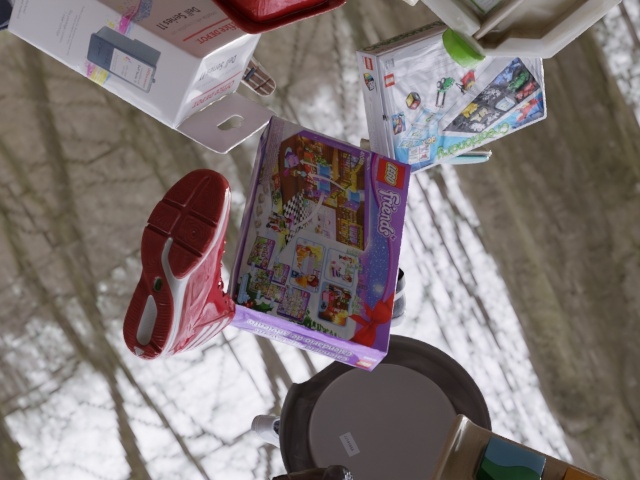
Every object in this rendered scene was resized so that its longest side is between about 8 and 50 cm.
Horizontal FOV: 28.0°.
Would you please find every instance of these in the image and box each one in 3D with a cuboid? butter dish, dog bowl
[{"bbox_3d":[-0.062,-0.346,1.563,0.160,0.118,0.160,-24,-124,-31],"label":"butter dish"},{"bbox_3d":[0.103,0.331,2.118,0.349,0.349,0.102,-32,157,-18],"label":"dog bowl"}]

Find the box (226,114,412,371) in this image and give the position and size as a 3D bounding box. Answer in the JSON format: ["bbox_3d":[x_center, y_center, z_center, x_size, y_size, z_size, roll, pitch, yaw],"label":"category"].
[{"bbox_3d":[0.000,0.000,1.612,0.057,0.201,0.293,126,-21,-53],"label":"box"}]

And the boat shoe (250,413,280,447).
[{"bbox_3d":[-0.054,0.370,2.482,0.063,0.184,0.066,-4,-115,40],"label":"boat shoe"}]

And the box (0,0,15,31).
[{"bbox_3d":[-0.654,-0.522,2.146,0.318,0.395,0.097,-18,-159,2],"label":"box"}]

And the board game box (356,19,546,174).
[{"bbox_3d":[0.197,-0.225,1.869,0.305,0.193,0.053,-23,-152,-29],"label":"board game box"}]

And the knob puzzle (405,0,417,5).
[{"bbox_3d":[0.141,-0.466,1.983,0.213,0.213,0.030,-30,-131,-10],"label":"knob puzzle"}]

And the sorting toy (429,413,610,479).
[{"bbox_3d":[0.194,0.254,1.144,0.193,0.208,0.038,-57,171,-51],"label":"sorting toy"}]

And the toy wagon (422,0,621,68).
[{"bbox_3d":[0.173,-0.351,1.388,0.267,0.344,0.068,-39,-162,35],"label":"toy wagon"}]

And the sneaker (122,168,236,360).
[{"bbox_3d":[-0.138,0.026,1.435,0.128,0.087,0.221,4,115,-63],"label":"sneaker"}]

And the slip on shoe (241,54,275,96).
[{"bbox_3d":[-0.129,-0.296,2.158,0.051,0.135,0.041,-47,-148,8],"label":"slip on shoe"}]

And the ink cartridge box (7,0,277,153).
[{"bbox_3d":[-0.223,-0.276,1.779,0.119,0.353,0.207,-64,171,29],"label":"ink cartridge box"}]

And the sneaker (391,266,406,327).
[{"bbox_3d":[0.014,0.058,1.833,0.217,0.121,0.079,0,-150,3],"label":"sneaker"}]

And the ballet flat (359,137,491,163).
[{"bbox_3d":[0.189,-0.175,2.377,0.248,0.086,0.086,-6,-163,2],"label":"ballet flat"}]

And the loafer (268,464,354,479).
[{"bbox_3d":[-0.053,0.471,1.715,0.130,0.134,0.366,4,-126,22],"label":"loafer"}]
